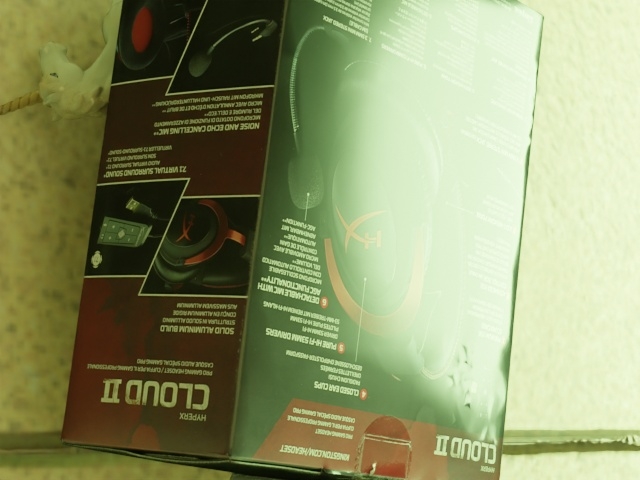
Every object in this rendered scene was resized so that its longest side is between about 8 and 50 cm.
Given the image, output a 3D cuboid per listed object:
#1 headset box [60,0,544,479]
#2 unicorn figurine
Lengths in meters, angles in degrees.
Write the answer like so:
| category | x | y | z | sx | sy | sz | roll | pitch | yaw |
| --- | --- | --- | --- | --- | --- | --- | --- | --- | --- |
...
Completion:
| category | x | y | z | sx | sy | sz | roll | pitch | yaw |
| --- | --- | --- | --- | --- | --- | --- | --- | --- | --- |
| headset box | 0.000 | 0.000 | 0.749 | 0.218 | 0.110 | 0.293 | 17 | 76 | -50 |
| unicorn figurine | -0.085 | -0.106 | 0.770 | 0.162 | 0.060 | 0.111 | 9 | 74 | -37 |
